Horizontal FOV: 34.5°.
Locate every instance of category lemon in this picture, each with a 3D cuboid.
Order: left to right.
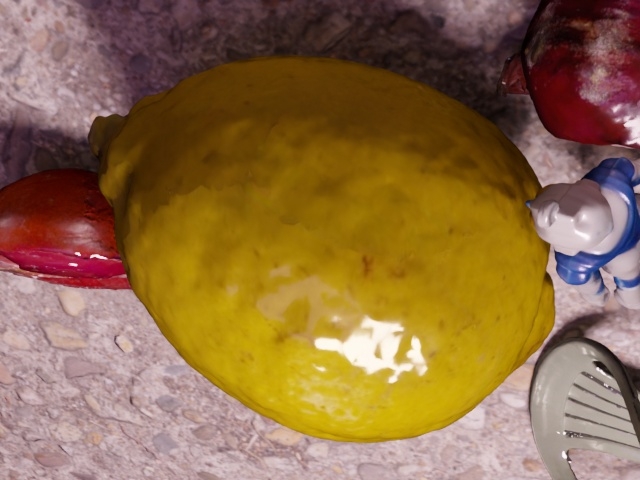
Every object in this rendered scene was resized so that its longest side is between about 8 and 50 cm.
[{"bbox_3d":[0.007,0.004,0.736,0.316,0.285,0.285,4,140,-30],"label":"lemon"}]

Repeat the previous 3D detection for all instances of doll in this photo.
[{"bbox_3d":[0.194,-0.013,0.699,0.057,0.227,0.114,28,97,30],"label":"doll"}]

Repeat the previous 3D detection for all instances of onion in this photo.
[{"bbox_3d":[0.195,-0.126,0.665,0.173,0.198,0.135,7,104,-38],"label":"onion"}]

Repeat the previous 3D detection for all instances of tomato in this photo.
[{"bbox_3d":[-0.218,-0.013,0.925,0.173,0.099,0.189,3,171,-2],"label":"tomato"}]

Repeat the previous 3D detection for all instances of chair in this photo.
[{"bbox_3d":[0.319,0.203,0.869,0.275,0.190,0.203,8,130,3],"label":"chair"}]
